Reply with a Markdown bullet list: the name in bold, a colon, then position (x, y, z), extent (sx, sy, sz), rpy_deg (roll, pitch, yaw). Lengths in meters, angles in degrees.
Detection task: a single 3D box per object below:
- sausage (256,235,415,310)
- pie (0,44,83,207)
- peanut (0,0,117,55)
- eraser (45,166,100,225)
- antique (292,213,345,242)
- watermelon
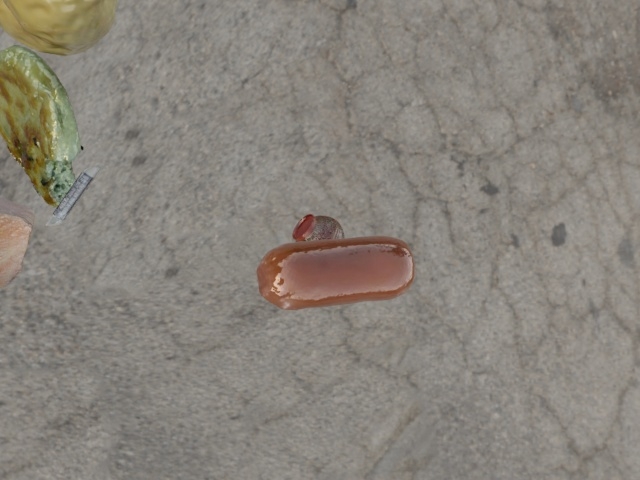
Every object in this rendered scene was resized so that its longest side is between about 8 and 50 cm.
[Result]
- **sausage**: position (0.022, 0.035, 0.705), extent (0.194, 0.077, 0.077), rpy_deg (-3, 86, -24)
- **pie**: position (-0.528, -0.211, 1.156), extent (0.066, 0.302, 0.303), rpy_deg (-27, 100, -39)
- **peanut**: position (-0.326, -0.293, 0.760), extent (0.147, 0.319, 0.148), rpy_deg (-6, 108, -20)
- **eraser**: position (-0.319, -0.057, 0.806), extent (0.019, 0.027, 0.099), rpy_deg (34, 85, -14)
- **antique**: position (0.000, 0.000, 1.201), extent (0.104, 0.104, 0.104), rpy_deg (5, 81, -36)
- **watermelon**: position (-0.755, 0.000, 1.314), extent (0.292, 0.319, 0.222), rpy_deg (16, 93, -39)
